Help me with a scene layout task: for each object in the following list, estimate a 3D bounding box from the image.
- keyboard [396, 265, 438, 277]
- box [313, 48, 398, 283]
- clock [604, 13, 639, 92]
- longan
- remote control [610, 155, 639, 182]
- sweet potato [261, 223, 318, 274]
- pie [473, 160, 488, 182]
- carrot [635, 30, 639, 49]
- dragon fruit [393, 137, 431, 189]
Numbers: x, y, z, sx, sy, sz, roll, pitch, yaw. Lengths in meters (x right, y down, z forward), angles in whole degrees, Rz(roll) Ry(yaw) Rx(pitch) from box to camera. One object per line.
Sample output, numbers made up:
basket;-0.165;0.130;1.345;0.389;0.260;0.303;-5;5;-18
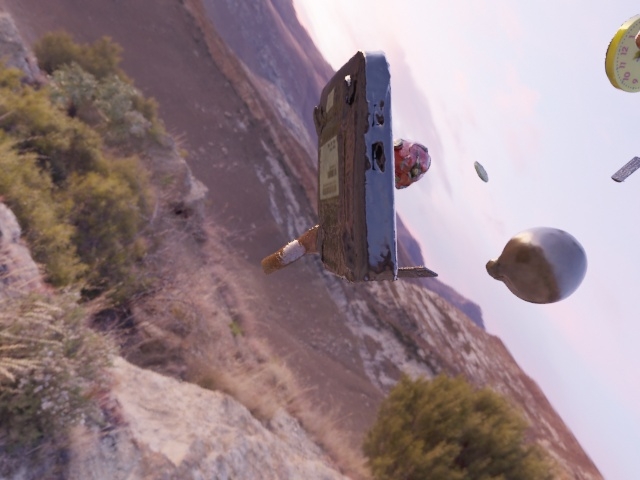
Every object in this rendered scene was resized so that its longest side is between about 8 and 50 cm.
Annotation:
keyboard;0.204;0.074;1.325;0.053;0.010;0.155;28;-18;-26
box;0.051;-0.111;0.960;0.359;0.090;0.351;-167;-106;-80
clock;1.173;-0.676;2.076;0.071;0.293;0.277;-127;-145;-59
longan;0.455;0.056;1.213;0.185;0.204;0.159;82;6;-52
remote control;0.677;-0.154;1.254;0.034;0.091;0.016;38;-24;44
sweet potato;0.000;0.000;1.730;0.109;0.385;0.109;163;-90;-89
pie;0.509;-0.217;1.809;0.085;0.017;0.085;41;33;-35
carrot;1.078;-0.658;1.737;0.159;0.225;0.159;26;48;-33
dragon fruit;0.268;-0.253;2.002;0.198;0.269;0.200;35;40;-26
